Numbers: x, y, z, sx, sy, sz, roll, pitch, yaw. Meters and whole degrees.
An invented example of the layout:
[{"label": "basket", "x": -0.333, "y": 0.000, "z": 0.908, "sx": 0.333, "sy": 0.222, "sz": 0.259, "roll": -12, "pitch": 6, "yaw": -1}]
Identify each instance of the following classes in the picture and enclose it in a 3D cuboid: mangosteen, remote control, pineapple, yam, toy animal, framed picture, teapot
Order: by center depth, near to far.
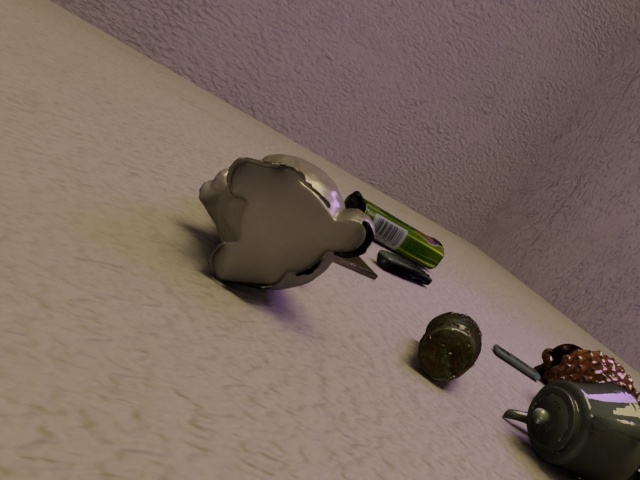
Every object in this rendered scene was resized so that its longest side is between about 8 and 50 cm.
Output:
[{"label": "teapot", "x": 0.393, "y": 0.283, "z": 0.979, "sx": 0.148, "sy": 0.163, "sz": 0.239, "roll": 21, "pitch": -16, "yaw": -20}, {"label": "toy animal", "x": -0.061, "y": -0.032, "z": 0.991, "sx": 0.257, "sy": 0.194, "sz": 0.357, "roll": 23, "pitch": 4, "yaw": -3}, {"label": "yam", "x": 0.221, "y": 0.178, "z": 1.079, "sx": 0.107, "sy": 0.107, "sz": 0.183, "roll": 36, "pitch": 13, "yaw": 12}, {"label": "pineapple", "x": 0.534, "y": 0.326, "z": 1.178, "sx": 0.175, "sy": 0.175, "sz": 0.361, "roll": 34, "pitch": 11, "yaw": -2}, {"label": "framed picture", "x": 0.000, "y": 0.000, "z": 1.404, "sx": 0.249, "sy": 0.016, "sz": 0.184, "roll": 24, "pitch": 16, "yaw": -40}, {"label": "remote control", "x": 0.463, "y": 0.288, "z": 1.500, "sx": 0.124, "sy": 0.018, "sz": 0.053, "roll": 34, "pitch": 11, "yaw": -1}, {"label": "mangosteen", "x": 0.586, "y": 0.312, "z": 1.537, "sx": 0.140, "sy": 0.140, "sz": 0.140, "roll": 32, "pitch": 11, "yaw": -7}, {"label": "remote control", "x": 0.220, "y": 0.072, "z": 1.656, "sx": 0.222, "sy": 0.042, "sz": 0.072, "roll": 23, "pitch": 16, "yaw": -48}]

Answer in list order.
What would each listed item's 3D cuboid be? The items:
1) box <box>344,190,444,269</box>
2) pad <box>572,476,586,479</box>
[{"label": "box", "x": 0.221, "y": -0.029, "z": 1.933, "sx": 0.345, "sy": 0.097, "sz": 0.134, "roll": 27, "pitch": 14, "yaw": -31}, {"label": "pad", "x": 0.466, "y": 0.380, "z": 0.866, "sx": 0.176, "sy": 0.002, "sz": 0.266, "roll": 29, "pitch": -13, "yaw": 7}]
